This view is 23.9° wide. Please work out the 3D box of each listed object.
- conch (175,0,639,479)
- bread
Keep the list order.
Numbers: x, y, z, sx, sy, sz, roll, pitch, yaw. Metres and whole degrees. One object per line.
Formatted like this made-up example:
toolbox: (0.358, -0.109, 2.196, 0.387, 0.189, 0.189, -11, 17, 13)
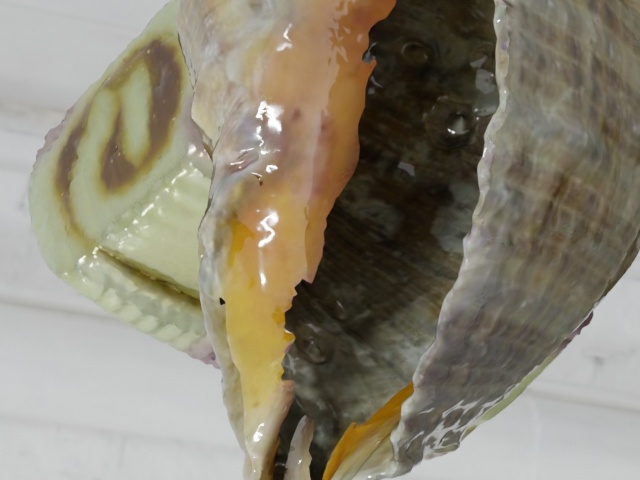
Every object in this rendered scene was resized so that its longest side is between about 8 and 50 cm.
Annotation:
conch: (0.060, -0.047, 0.665, 0.297, 0.210, 0.352, 149, 118, -68)
bread: (0.000, 0.000, 0.953, 0.187, 0.338, 0.155, -43, 40, 26)
